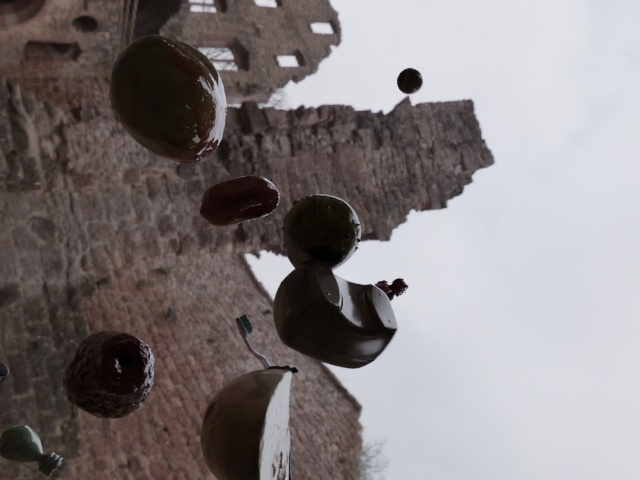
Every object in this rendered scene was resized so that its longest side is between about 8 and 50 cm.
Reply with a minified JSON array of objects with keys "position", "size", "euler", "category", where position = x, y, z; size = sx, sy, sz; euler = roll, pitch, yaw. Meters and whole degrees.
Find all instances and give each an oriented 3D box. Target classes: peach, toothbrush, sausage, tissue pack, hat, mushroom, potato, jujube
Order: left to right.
[{"position":[-0.457,0.289,1.188],"size":[0.290,0.197,0.197],"euler":[-36,-112,53],"category":"jujube"},{"position":[-0.334,-0.318,1.229],"size":[0.292,0.247,0.292],"euler":[53,-3,3],"category":"peach"},{"position":[-0.140,0.334,0.873],"size":[0.162,0.173,0.236],"euler":[0,-90,16],"category":"mushroom"},{"position":[-0.256,-0.127,1.683],"size":[0.148,0.254,0.148],"euler":[58,-17,30],"category":"sausage"},{"position":[-0.106,0.239,1.028],"size":[0.021,0.027,0.269],"euler":[36,-27,50],"category":"toothbrush"},{"position":[-0.017,-0.008,1.868],"size":[0.270,0.219,0.359],"euler":[38,-33,-1],"category":"potato"},{"position":[0.034,0.258,1.767],"size":[0.277,0.387,0.267],"euler":[-51,-148,24],"category":"tissue pack"},{"position":[0.242,0.241,2.328],"size":[0.107,0.286,0.236],"euler":[63,5,24],"category":"hat"},{"position":[0.278,-0.491,1.665],"size":[0.083,0.083,0.083],"euler":[26,-59,54],"category":"peach"}]

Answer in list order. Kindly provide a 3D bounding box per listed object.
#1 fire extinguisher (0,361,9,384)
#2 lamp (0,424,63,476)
[{"position":[-0.658,0.309,1.021],"size":[0.062,0.050,0.177],"euler":[40,-83,41],"category":"fire extinguisher"},{"position":[-0.865,0.626,1.607],"size":[0.193,0.106,0.106],"euler":[35,-38,-2],"category":"lamp"}]
